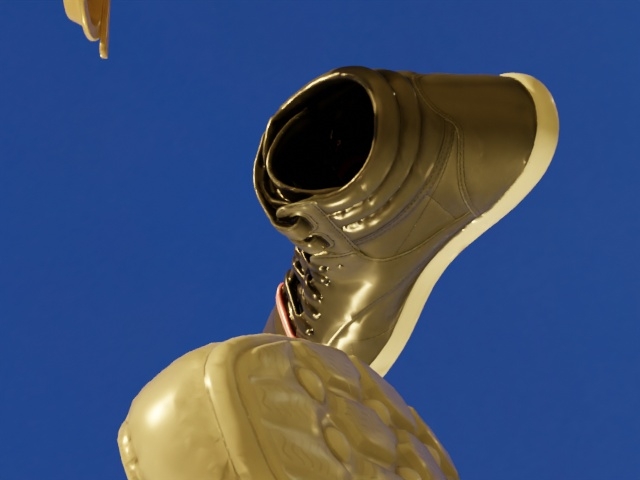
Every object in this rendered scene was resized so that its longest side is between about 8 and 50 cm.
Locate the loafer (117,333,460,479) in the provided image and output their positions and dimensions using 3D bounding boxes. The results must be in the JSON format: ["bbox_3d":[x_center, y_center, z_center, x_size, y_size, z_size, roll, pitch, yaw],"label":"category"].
[{"bbox_3d":[0.007,0.122,0.617,0.319,0.111,0.112,52,-166,-57],"label":"loafer"}]

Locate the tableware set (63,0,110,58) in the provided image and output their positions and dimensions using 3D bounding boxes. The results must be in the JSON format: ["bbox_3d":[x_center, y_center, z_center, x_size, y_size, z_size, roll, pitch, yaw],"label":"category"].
[{"bbox_3d":[-0.130,-0.185,1.061,0.020,0.168,0.141,-1,-113,7],"label":"tableware set"}]

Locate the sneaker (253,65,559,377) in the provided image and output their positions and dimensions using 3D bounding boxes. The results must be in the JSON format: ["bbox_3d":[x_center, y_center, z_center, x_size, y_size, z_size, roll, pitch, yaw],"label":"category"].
[{"bbox_3d":[0.000,-0.001,1.185,0.147,0.295,0.104,11,-139,-37],"label":"sneaker"}]
